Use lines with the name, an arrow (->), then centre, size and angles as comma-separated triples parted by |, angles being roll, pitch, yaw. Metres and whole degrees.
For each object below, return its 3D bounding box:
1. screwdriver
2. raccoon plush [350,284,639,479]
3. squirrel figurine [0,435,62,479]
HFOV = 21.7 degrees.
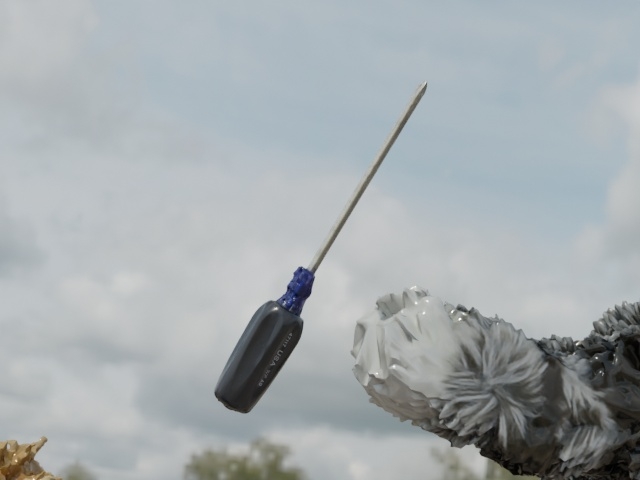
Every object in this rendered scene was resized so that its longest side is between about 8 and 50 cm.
screwdriver -> 0.000, 0.000, 0.739 | 0.025, 0.170, 0.024 | 27, -1, -16
raccoon plush -> 0.202, 0.129, 1.202 | 0.446, 0.216, 0.299 | 27, -22, -11
squirrel figurine -> -0.329, 0.270, 1.169 | 0.281, 0.370, 0.397 | -15, -31, -35
